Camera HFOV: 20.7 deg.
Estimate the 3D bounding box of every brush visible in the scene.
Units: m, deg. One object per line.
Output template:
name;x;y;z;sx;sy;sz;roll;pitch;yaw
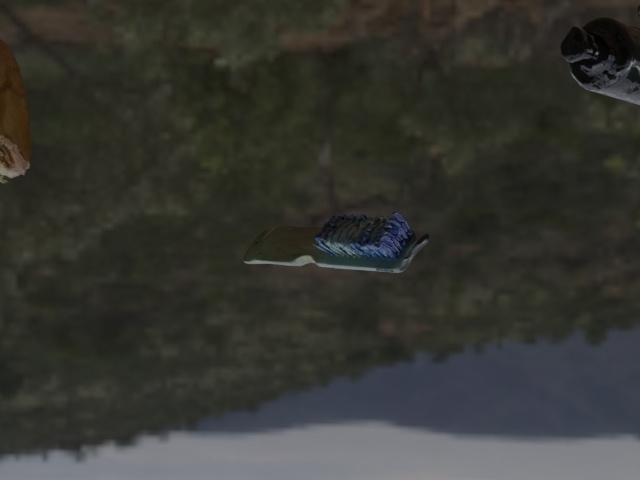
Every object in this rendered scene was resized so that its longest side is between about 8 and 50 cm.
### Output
brush;0.000;0.000;1.099;0.030;0.033;0.178;40;160;-29

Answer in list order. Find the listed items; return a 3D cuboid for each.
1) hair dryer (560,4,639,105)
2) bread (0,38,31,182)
hair dryer;0.266;-0.040;1.173;0.284;0.320;0.156;-16;154;-43
bread;-0.324;-0.110;1.241;0.229;0.140;0.143;8;163;-27
